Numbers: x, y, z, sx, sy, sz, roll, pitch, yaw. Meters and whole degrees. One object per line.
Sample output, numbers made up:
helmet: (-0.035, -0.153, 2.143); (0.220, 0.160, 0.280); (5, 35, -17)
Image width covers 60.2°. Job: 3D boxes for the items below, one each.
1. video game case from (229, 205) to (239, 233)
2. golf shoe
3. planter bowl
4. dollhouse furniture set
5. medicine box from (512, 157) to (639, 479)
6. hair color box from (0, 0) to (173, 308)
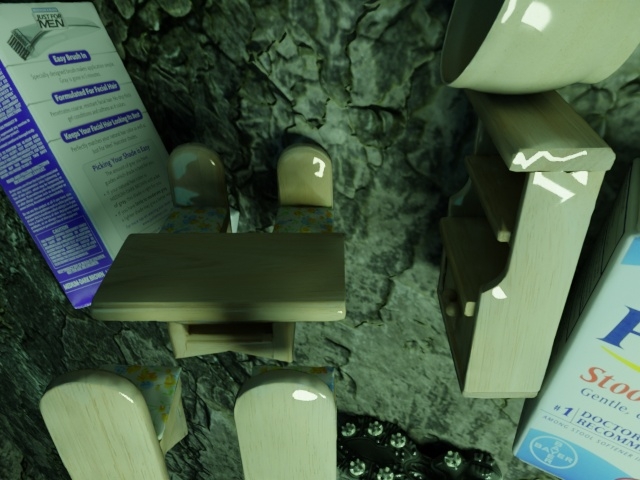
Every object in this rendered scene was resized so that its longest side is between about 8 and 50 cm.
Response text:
video game case: (-0.210, -0.005, 0.841); (0.173, 0.022, 0.190); (28, 132, 14)
golf shoe: (0.130, 0.356, 0.822); (0.273, 0.105, 0.120); (11, 133, 27)
planter bowl: (0.170, -0.177, 0.402); (0.109, 0.162, 0.162); (16, 132, -6)
dollhouse furniture set: (0.000, 0.000, 0.499); (0.395, 0.362, 0.256); (0, 124, 2)
medicine box: (0.349, 0.114, 0.479); (0.264, 0.149, 0.289); (21, 130, 19)
hair color box: (-0.294, -0.110, 0.684); (0.110, 0.185, 0.338); (-16, 106, 25)
